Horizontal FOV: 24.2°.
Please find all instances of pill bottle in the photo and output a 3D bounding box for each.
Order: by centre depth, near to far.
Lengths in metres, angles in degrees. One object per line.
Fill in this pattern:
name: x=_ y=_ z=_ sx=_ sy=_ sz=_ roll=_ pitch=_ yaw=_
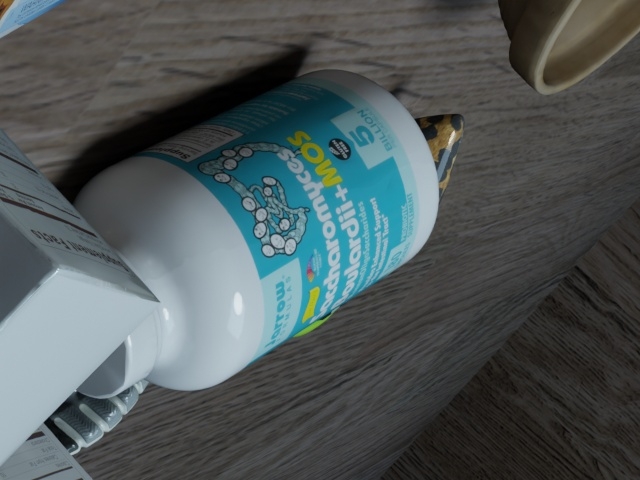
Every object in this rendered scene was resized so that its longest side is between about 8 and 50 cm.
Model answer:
pill bottle: x=-0.055 y=-0.001 z=0.926 sx=0.264 sy=0.146 sz=0.146 roll=-32 pitch=161 yaw=-42

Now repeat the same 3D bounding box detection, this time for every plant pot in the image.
plant pot: x=0.201 y=-0.227 z=1.068 sx=0.237 sy=0.110 sz=0.237 roll=-41 pitch=166 yaw=-12

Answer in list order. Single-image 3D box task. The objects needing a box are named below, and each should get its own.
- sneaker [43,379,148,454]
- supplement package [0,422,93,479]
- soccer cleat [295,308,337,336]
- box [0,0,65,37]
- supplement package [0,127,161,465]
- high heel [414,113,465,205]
sneaker: x=-0.149 y=0.094 z=1.065 sx=0.228 sy=0.086 sz=0.132 roll=-41 pitch=167 yaw=-18
supplement package: x=-0.206 y=0.162 z=0.776 sx=0.139 sy=0.244 sz=0.134 roll=-50 pitch=164 yaw=20
soccer cleat: x=0.017 y=0.026 z=1.377 sx=0.179 sy=0.060 sz=0.072 roll=-45 pitch=164 yaw=14
box: x=-0.092 y=-0.141 z=0.508 sx=0.159 sy=0.044 sz=0.233 roll=-53 pitch=-179 yaw=29
supplement package: x=-0.165 y=-0.008 z=0.541 sx=0.105 sy=0.179 sz=0.105 roll=-45 pitch=165 yaw=3
high heel: x=0.000 y=0.000 z=1.172 sx=0.261 sy=0.093 sz=0.186 roll=-42 pitch=175 yaw=30
